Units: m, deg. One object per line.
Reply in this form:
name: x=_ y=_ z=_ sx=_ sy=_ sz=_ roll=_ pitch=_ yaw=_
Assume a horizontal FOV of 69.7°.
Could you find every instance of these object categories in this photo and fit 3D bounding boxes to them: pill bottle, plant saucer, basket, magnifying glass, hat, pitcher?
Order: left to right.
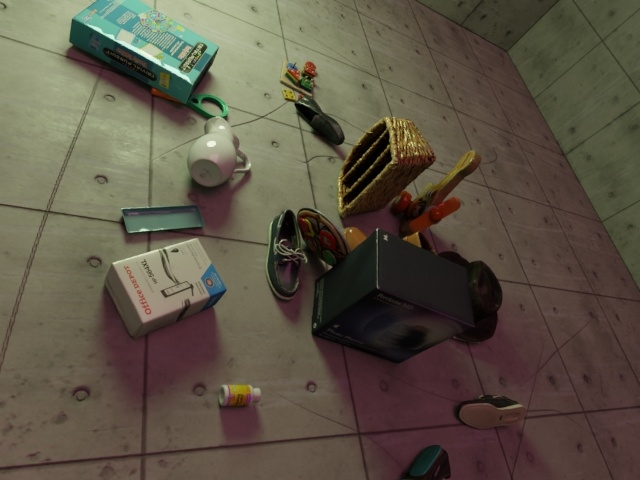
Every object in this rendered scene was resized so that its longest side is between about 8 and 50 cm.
plant saucer: x=-0.380 y=-0.052 z=1.118 sx=0.192 sy=0.018 sz=0.067 roll=-8 pitch=65 yaw=-39
magnifying glass: x=-0.385 y=-0.416 z=1.371 sx=0.230 sy=0.026 sz=0.092 roll=8 pitch=56 yaw=-32
pitcher: x=-0.268 y=-0.222 z=1.262 sx=0.177 sy=0.125 sz=0.207 roll=41 pitch=31 yaw=-26
pill bottle: x=-0.171 y=0.330 z=0.979 sx=0.083 sy=0.043 sz=0.043 roll=10 pitch=54 yaw=-30
basket: x=0.166 y=-0.245 z=1.457 sx=0.223 sy=0.299 sz=0.214 roll=-14 pitch=68 yaw=-42
hat: x=0.503 y=0.157 z=1.509 sx=0.331 sy=0.134 sz=0.331 roll=17 pitch=52 yaw=-23

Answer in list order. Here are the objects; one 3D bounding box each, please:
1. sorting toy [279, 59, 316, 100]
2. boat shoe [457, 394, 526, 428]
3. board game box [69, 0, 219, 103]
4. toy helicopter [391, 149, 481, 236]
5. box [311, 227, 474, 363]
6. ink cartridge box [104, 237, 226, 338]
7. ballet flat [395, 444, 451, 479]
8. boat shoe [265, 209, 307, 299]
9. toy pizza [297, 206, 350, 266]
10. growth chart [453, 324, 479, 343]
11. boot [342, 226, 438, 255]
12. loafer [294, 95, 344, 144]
sorting toy: x=-0.080 y=-0.612 z=1.720 sx=0.132 sy=0.046 sz=0.275 roll=22 pitch=49 yaw=-22
boat shoe: x=0.486 y=0.493 z=1.342 sx=0.233 sy=0.084 sz=0.079 roll=8 pitch=17 yaw=-24
board game box: x=-0.498 y=-0.570 z=1.340 sx=0.336 sy=0.079 sz=0.254 roll=27 pitch=44 yaw=-15
toy helicopter: x=0.388 y=-0.147 z=1.512 sx=0.140 sy=0.355 sz=0.235 roll=35 pitch=28 yaw=-11
box: x=0.176 y=0.158 z=1.181 sx=0.296 sy=0.294 sz=0.183 roll=22 pitch=49 yaw=-22
ink cartridge box: x=-0.333 y=0.098 z=0.996 sx=0.203 sy=0.086 sz=0.148 roll=-21 pitch=74 yaw=-44
ballet flat: x=0.222 y=0.579 z=1.061 sx=0.280 sy=0.095 sz=0.096 roll=-14 pitch=81 yaw=-42
boat shoe: x=-0.088 y=0.032 z=1.228 sx=0.095 sy=0.079 sz=0.255 roll=17 pitch=50 yaw=-25
toy pizza: x=0.000 y=0.000 z=1.241 sx=0.032 sy=0.201 sz=0.201 roll=-39 pitch=86 yaw=-26
growth chart: x=0.464 y=0.232 z=1.536 sx=0.171 sy=0.021 sz=0.237 roll=23 pitch=49 yaw=-21
boot: x=0.205 y=0.034 z=1.343 sx=0.109 sy=0.220 sz=0.283 roll=-21 pitch=74 yaw=-43
loafer: x=-0.006 y=-0.417 z=1.620 sx=0.223 sy=0.076 sz=0.078 roll=48 pitch=49 yaw=9
